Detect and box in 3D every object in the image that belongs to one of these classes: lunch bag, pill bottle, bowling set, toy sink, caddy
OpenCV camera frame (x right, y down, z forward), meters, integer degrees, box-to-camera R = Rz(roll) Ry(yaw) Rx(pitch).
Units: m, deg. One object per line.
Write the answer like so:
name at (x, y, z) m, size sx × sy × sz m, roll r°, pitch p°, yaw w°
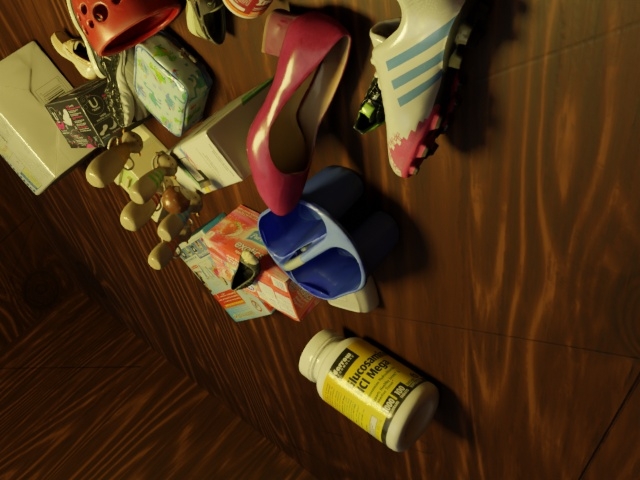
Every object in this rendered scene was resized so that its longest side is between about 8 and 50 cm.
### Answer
lunch bag at (-0.333, -0.347, 1.611) m, size 0.176 × 0.090 × 0.219 m, roll 43°, pitch 154°, yaw 5°
pill bottle at (-0.097, -0.423, 1.155) m, size 0.086 × 0.086 × 0.152 m, roll 50°, pitch 154°, yaw -8°
bowling set at (-0.299, -0.086, 1.452) m, size 0.200 × 0.154 × 0.287 m, roll -3°, pitch 128°, yaw 35°
toy sink at (-0.482, -0.189, 2.011) m, size 0.234 × 0.131 × 0.153 m, roll 47°, pitch 154°, yaw 0°
caddy at (0.000, 0.000, 1.502) m, size 0.241 × 0.179 × 0.341 m, roll 50°, pitch 154°, yaw -5°
pill bottle at (0.114, 0.362, 1.831) m, size 0.334 × 0.188 × 0.188 m, roll 29°, pitch 149°, yaw 31°

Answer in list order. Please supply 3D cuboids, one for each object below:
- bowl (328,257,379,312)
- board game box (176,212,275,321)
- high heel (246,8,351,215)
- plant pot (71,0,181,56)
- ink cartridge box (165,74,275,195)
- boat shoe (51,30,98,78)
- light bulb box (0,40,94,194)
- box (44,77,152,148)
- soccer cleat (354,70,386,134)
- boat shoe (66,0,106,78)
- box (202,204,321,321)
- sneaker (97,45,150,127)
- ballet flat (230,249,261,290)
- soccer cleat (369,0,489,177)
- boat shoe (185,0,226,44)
bowl at (0.057, 0.110, 1.689) m, size 0.142 × 0.053 × 0.142 m, roll 14°, pitch 139°, yaw 33°
board game box at (-0.264, 0.088, 2.126) m, size 0.302 × 0.086 × 0.308 m, roll 51°, pitch 154°, yaw -9°
high heel at (-0.031, -0.193, 1.235) m, size 0.181 × 0.127 × 0.377 m, roll 32°, pitch 132°, yaw 45°
plant pot at (-0.392, -0.479, 1.414) m, size 0.191 × 0.191 × 0.174 m, roll -11°, pitch 110°, yaw 60°
ink cartridge box at (-0.176, -0.200, 1.454) m, size 0.117 × 0.201 × 0.278 m, roll 53°, pitch 154°, yaw -15°
boat shoe at (-0.632, -0.495, 1.897) m, size 0.170 × 0.063 × 0.059 m, roll 43°, pitch 131°, yaw 8°
light bulb box at (-0.884, -0.363, 2.262) m, size 0.358 × 0.225 × 0.361 m, roll 53°, pitch 154°, yaw -14°
box at (-0.585, -0.343, 1.913) m, size 0.247 × 0.163 × 0.142 m, roll 9°, pitch 131°, yaw 52°
soccer cleat at (0.099, -0.229, 1.149) m, size 0.060 × 0.072 × 0.179 m, roll 42°, pitch 154°, yaw 10°
boat shoe at (-0.525, -0.502, 1.722) m, size 0.079 × 0.084 × 0.233 m, roll -7°, pitch 122°, yaw 18°
box at (-0.128, 0.052, 1.806) m, size 0.300 × 0.142 × 0.154 m, roll 25°, pitch 146°, yaw 36°
sneaker at (-0.451, -0.404, 1.713) m, size 0.100 × 0.108 × 0.271 m, roll 35°, pitch 136°, yaw 37°
ballet flat at (-0.174, 0.074, 1.688) m, size 0.057 × 0.049 × 0.173 m, roll 42°, pitch 151°, yaw 11°
soccer cleat at (0.131, -0.236, 1.046) m, size 0.143 × 0.116 × 0.331 m, roll 30°, pitch 143°, yaw 14°
boat shoe at (-0.202, -0.440, 1.306) m, size 0.073 × 0.080 × 0.223 m, roll 35°, pitch 157°, yaw 12°
